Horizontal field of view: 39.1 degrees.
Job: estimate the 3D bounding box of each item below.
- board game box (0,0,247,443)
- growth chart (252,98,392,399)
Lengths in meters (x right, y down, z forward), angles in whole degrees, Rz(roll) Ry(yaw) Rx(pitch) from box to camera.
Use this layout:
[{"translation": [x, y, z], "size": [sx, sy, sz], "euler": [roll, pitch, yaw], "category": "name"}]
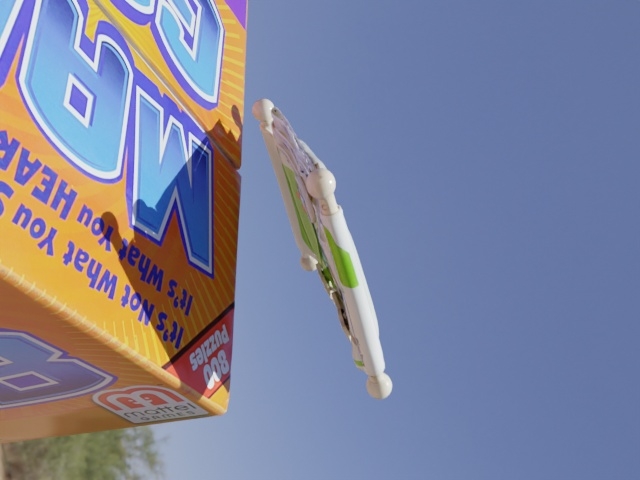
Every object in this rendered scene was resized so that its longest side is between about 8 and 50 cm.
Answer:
[{"translation": [-0.283, -0.095, 0.544], "size": [0.356, 0.356, 0.356], "euler": [50, 34, -55], "category": "board game box"}, {"translation": [0.000, 0.000, 0.584], "size": [0.237, 0.021, 0.172], "euler": [-121, -167, -66], "category": "growth chart"}]
